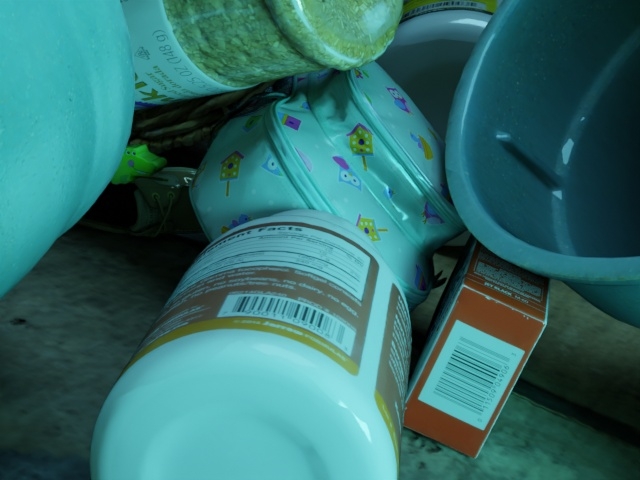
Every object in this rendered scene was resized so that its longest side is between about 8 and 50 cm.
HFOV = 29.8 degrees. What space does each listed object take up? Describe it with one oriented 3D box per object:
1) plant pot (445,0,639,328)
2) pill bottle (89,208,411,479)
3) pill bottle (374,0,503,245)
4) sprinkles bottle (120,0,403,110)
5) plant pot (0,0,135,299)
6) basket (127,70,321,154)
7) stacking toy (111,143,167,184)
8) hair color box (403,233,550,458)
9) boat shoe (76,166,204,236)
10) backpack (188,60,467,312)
[{"bbox_3d":[0.305,-0.030,0.688,0.334,0.341,0.341,41,7,-31],"label":"plant pot"},{"bbox_3d":[-0.019,0.060,0.553,0.121,0.121,0.216,18,19,1],"label":"pill bottle"},{"bbox_3d":[0.122,-0.131,1.074,0.188,0.188,0.334,19,20,2],"label":"pill bottle"},{"bbox_3d":[-0.122,-0.140,0.759,0.355,0.121,0.121,-6,2,39],"label":"sprinkles bottle"},{"bbox_3d":[-0.243,-0.041,0.455,0.293,0.293,0.196,19,46,3],"label":"plant pot"},{"bbox_3d":[-0.062,-0.215,0.964,0.213,0.299,0.223,57,22,-10],"label":"basket"},{"bbox_3d":[-0.225,-0.051,0.702,0.221,0.052,0.167,8,17,16],"label":"stacking toy"},{"bbox_3d":[0.096,0.047,0.719,0.053,0.093,0.167,25,20,5],"label":"hair color box"},{"bbox_3d":[-0.118,-0.022,0.796,0.135,0.050,0.045,4,25,-8],"label":"boat shoe"},{"bbox_3d":[0.009,-0.023,0.738,0.166,0.144,0.188,51,25,-12],"label":"backpack"}]
